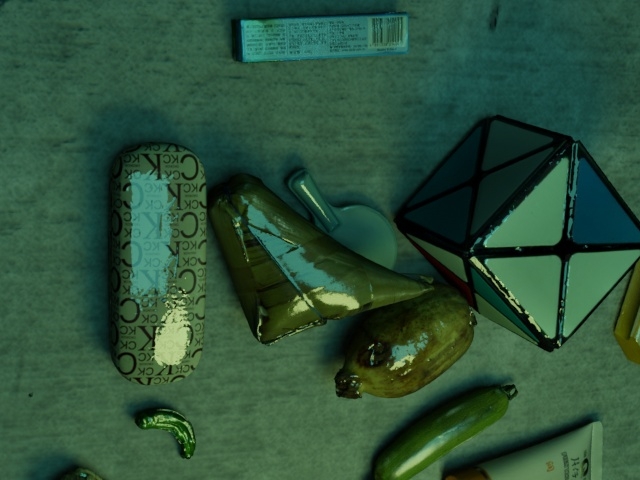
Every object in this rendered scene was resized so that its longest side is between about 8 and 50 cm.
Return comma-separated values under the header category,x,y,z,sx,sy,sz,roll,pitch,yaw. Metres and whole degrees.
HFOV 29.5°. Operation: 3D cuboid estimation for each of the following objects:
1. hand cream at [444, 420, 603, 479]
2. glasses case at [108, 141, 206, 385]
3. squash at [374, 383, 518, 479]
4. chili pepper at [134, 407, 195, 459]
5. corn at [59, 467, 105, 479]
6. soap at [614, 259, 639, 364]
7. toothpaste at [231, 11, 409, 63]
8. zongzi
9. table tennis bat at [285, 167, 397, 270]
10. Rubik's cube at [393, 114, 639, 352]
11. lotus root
category,x,y,z,sx,sy,sz,roll,pitch,yaw
hand cream,0.360,0.411,2.085,0.314,0.089,0.140,-14,109,-27
glasses case,-0.235,0.035,1.749,0.137,0.085,0.355,-3,102,-23
squash,0.199,0.320,1.998,0.318,0.071,0.080,-34,113,-12
chili pepper,-0.226,0.283,1.839,0.055,0.035,0.118,-44,124,5
corn,-0.310,0.417,1.808,0.087,0.087,0.211,-49,119,-6
soap,0.601,0.113,2.117,0.140,0.073,0.232,14,96,-23
toothpaste,0.003,-0.302,1.791,0.266,0.050,0.065,-7,105,-21
zongzi,0.000,0.000,1.789,0.289,0.123,0.260,-17,108,2
table tennis bat,0.025,-0.011,1.873,0.153,0.040,0.244,-39,116,-6
Rubik's cube,0.311,-0.017,1.874,0.246,0.248,0.250,-48,115,-7
lotus root,0.131,0.167,1.907,0.260,0.128,0.145,-31,121,-12
